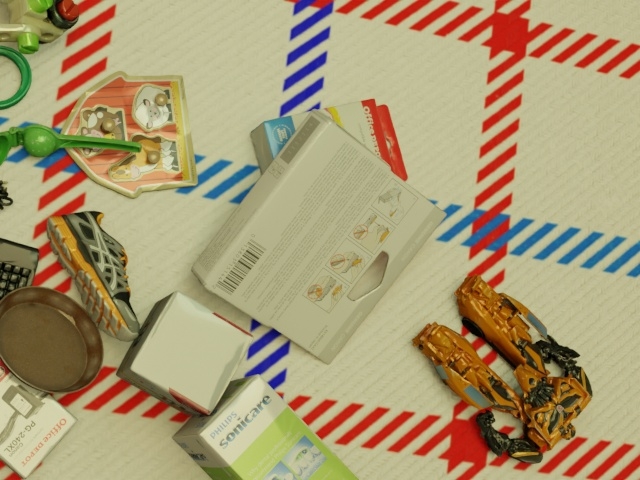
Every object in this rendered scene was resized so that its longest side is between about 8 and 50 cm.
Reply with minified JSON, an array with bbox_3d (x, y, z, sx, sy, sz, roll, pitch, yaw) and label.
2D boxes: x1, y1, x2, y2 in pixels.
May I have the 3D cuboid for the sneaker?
[{"bbox_3d":[-0.304,0.043,1.870,0.083,0.084,0.215,-23,74,-30],"label":"sneaker"}]

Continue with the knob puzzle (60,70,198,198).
[{"bbox_3d":[-0.284,-0.157,1.950,0.213,0.030,0.213,3,80,-16],"label":"knob puzzle"}]

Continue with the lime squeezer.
[{"bbox_3d":[-0.414,-0.123,1.871,0.310,0.110,0.059,-19,127,-23],"label":"lime squeezer"}]

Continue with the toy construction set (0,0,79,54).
[{"bbox_3d":[-0.457,-0.378,1.860,0.215,0.151,0.327,11,78,-46],"label":"toy construction set"}]

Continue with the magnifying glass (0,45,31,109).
[{"bbox_3d":[-0.523,-0.210,1.892,0.231,0.026,0.092,-23,88,-21],"label":"magnifying glass"}]

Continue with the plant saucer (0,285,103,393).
[{"bbox_3d":[-0.380,0.142,1.836,0.168,0.029,0.168,24,45,-27],"label":"plant saucer"}]

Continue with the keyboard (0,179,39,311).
[{"bbox_3d":[-0.547,-0.013,1.846,0.317,0.033,0.201,16,76,-14],"label":"keyboard"}]

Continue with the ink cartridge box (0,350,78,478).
[{"bbox_3d":[-0.423,0.239,1.823,0.150,0.063,0.109,43,72,-5],"label":"ink cartridge box"}]

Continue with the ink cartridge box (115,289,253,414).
[{"bbox_3d":[-0.192,0.160,1.848,0.128,0.176,0.127,31,76,-9],"label":"ink cartridge box"}]

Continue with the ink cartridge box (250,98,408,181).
[{"bbox_3d":[0.026,-0.133,2.013,0.231,0.078,0.134,-14,86,-19],"label":"ink cartridge box"}]

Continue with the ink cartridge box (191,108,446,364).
[{"bbox_3d":[0.000,0.000,1.941,0.261,0.066,0.296,36,94,-33],"label":"ink cartridge box"}]

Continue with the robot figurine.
[{"bbox_3d":[0.290,0.202,2.032,0.291,0.085,0.211,44,73,-6],"label":"robot figurine"}]

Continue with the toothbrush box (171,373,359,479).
[{"bbox_3d":[-0.054,0.330,1.844,0.283,0.206,0.122,45,72,-5],"label":"toothbrush box"}]
